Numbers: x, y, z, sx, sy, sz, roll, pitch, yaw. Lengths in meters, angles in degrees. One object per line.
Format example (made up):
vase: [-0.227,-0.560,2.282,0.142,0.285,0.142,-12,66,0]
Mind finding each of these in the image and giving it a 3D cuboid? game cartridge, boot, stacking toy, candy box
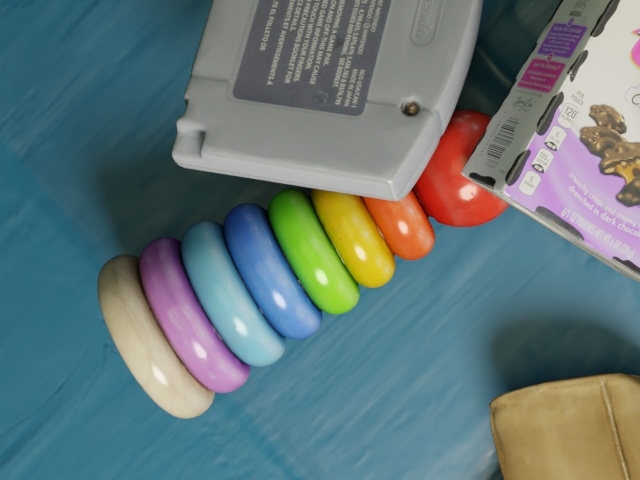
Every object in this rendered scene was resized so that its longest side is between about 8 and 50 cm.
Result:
game cartridge: [0.020,-0.174,0.870,0.196,0.060,0.294,9,70,16]
boot: [0.263,0.225,0.836,0.236,0.089,0.269,-6,67,-8]
stacking toy: [0.000,0.000,0.897,0.330,0.141,0.141,-30,86,4]
candy box: [0.222,-0.088,0.829,0.165,0.070,0.196,28,93,-22]
